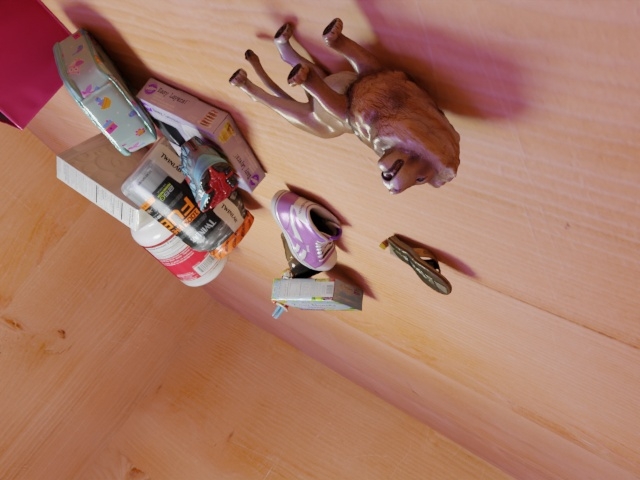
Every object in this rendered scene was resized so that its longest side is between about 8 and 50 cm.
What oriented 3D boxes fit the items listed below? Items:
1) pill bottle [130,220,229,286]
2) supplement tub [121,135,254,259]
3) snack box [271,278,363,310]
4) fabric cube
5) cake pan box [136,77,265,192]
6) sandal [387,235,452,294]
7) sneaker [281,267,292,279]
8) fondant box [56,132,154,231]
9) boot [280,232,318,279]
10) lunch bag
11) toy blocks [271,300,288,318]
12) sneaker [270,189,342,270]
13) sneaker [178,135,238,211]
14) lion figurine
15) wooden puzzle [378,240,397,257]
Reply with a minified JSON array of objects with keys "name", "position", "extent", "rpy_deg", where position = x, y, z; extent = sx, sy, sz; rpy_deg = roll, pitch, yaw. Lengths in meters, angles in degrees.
[{"name":"pill bottle","position":[-0.526,-0.030,2.572],"extent":[0.229,0.229,0.407],"rpy_deg":[22,159,44]},{"name":"supplement tub","position":[-0.361,-0.112,1.988],"extent":[0.338,0.207,0.207],"rpy_deg":[40,165,-17]},{"name":"snack box","position":[-0.008,0.156,2.058],"extent":[0.207,0.070,0.174],"rpy_deg":[-3,164,30]},{"name":"fabric cube","position":[-0.783,-0.464,1.763],"extent":[0.259,0.258,0.254],"rpy_deg":[21,159,46]},{"name":"cake pan box","position":[-0.277,-0.244,1.670],"extent":[0.267,0.070,0.245],"rpy_deg":[29,161,27]},{"name":"sandal","position":[0.211,0.041,1.490],"extent":[0.180,0.049,0.072],"rpy_deg":[44,166,34]},{"name":"sneaker","position":[-0.077,0.153,2.447],"extent":[0.092,0.088,0.225],"rpy_deg":[53,172,23]},{"name":"fondant box","position":[-0.600,-0.195,2.199],"extent":[0.330,0.238,0.096],"rpy_deg":[33,134,15]},{"name":"boot","position":[-0.051,0.042,2.043],"extent":[0.305,0.112,0.115],"rpy_deg":[75,170,-75]},{"name":"lunch bag","position":[-0.500,-0.343,1.679],"extent":[0.224,0.108,0.279],"rpy_deg":[57,179,40]},{"name":"toy blocks","position":[-0.139,0.212,2.599],"extent":[0.054,0.148,0.123],"rpy_deg":[44,163,-26]},{"name":"sneaker","position":[-0.001,0.001,1.735],"extent":[0.161,0.102,0.282],"rpy_deg":[20,158,40]},{"name":"sneaker","position":[-0.261,-0.158,1.633],"extent":[0.125,0.104,0.262],"rpy_deg":[51,163,10]},{"name":"lion figurine","position":[0.032,-0.196,1.041],"extent":[0.240,0.142,0.392],"rpy_deg":[36,-178,-30]},{"name":"wooden puzzle","position":[0.181,0.031,1.583],"extent":[0.116,0.014,0.078],"rpy_deg":[33,169,12]}]
